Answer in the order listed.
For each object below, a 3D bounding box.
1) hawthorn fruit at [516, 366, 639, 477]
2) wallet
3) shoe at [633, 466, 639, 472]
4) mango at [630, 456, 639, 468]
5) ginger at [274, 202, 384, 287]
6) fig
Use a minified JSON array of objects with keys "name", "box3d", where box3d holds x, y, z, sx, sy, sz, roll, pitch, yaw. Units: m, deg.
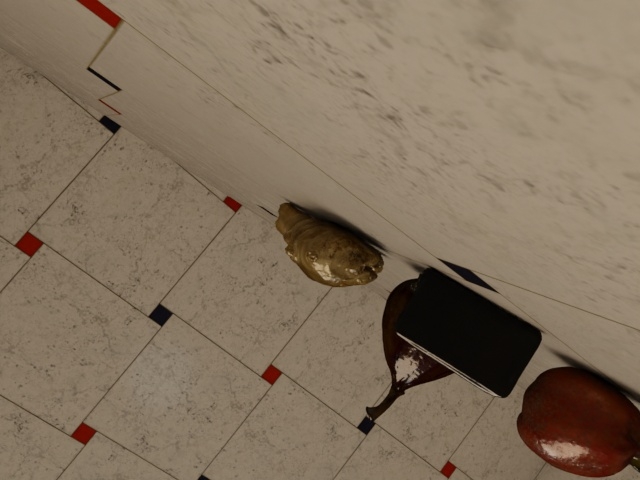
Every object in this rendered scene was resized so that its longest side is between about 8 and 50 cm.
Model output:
[{"name":"hawthorn fruit","box3d":[0.531,0.367,1.094,0.262,0.210,0.210,15,164,46]},{"name":"wallet","box3d":[0.260,0.167,1.023,0.250,0.149,0.044,30,173,13]},{"name":"shoe","box3d":[0.956,0.629,1.530,0.337,0.132,0.171,34,-179,3]},{"name":"mango","box3d":[0.781,0.502,1.397,0.268,0.111,0.133,24,161,32]},{"name":"ginger","box3d":[0.025,-0.002,1.300,0.236,0.166,0.375,-2,-150,-10]},{"name":"fig","box3d":[0.196,0.240,1.157,0.217,0.320,0.217,29,180,0]}]
